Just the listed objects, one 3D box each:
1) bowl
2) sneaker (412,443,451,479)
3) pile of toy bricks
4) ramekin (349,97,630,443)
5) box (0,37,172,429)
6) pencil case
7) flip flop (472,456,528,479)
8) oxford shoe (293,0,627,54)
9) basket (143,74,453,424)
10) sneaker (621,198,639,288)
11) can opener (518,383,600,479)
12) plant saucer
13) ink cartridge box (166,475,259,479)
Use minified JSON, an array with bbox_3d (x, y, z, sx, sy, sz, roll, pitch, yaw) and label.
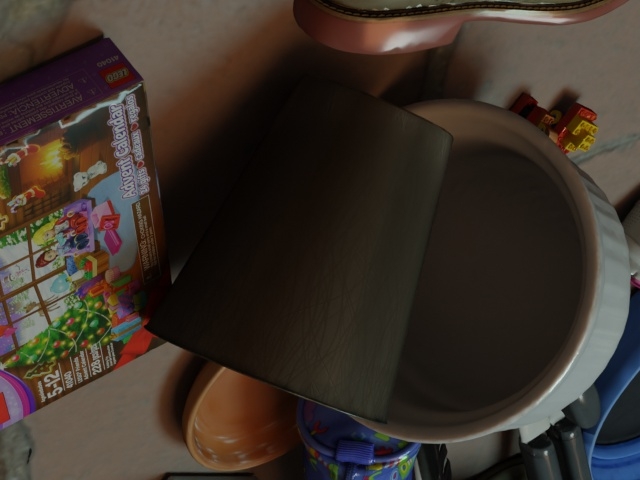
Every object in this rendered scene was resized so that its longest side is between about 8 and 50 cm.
[{"bbox_3d":[0.444,0.140,2.075,0.391,0.077,0.391,-26,143,-21],"label":"bowl"},{"bbox_3d":[0.060,0.304,1.866,0.163,0.106,0.281,-5,117,13],"label":"sneaker"},{"bbox_3d":[0.182,-0.023,1.599,0.118,0.105,0.212,15,118,-52],"label":"pile of toy bricks"},{"bbox_3d":[0.121,0.031,1.461,0.277,0.277,0.135,-50,154,13],"label":"ramekin"},{"bbox_3d":[-0.212,0.011,1.287,0.201,0.057,0.293,-27,144,-19],"label":"box"},{"bbox_3d":[0.037,0.242,1.672,0.119,0.133,0.306,4,139,4],"label":"pencil case"},{"bbox_3d":[0.186,0.318,2.017,0.277,0.080,0.112,-7,133,-41],"label":"flip flop"},{"bbox_3d":[0.144,-0.235,1.309,0.348,0.123,0.130,-20,136,-30],"label":"oxford shoe"},{"bbox_3d":[0.000,0.000,1.358,0.204,0.154,0.226,22,89,-17],"label":"basket"},{"bbox_3d":[0.408,0.031,1.828,0.252,0.103,0.111,29,91,-25],"label":"sneaker"},{"bbox_3d":[0.269,0.234,1.943,0.076,0.095,0.283,-30,123,-21],"label":"can opener"},{"bbox_3d":[-0.043,0.126,1.608,0.200,0.037,0.200,-26,143,-21],"label":"plant saucer"},{"bbox_3d":[-0.090,0.324,1.664,0.128,0.176,0.127,10,124,-49],"label":"ink cartridge box"}]
